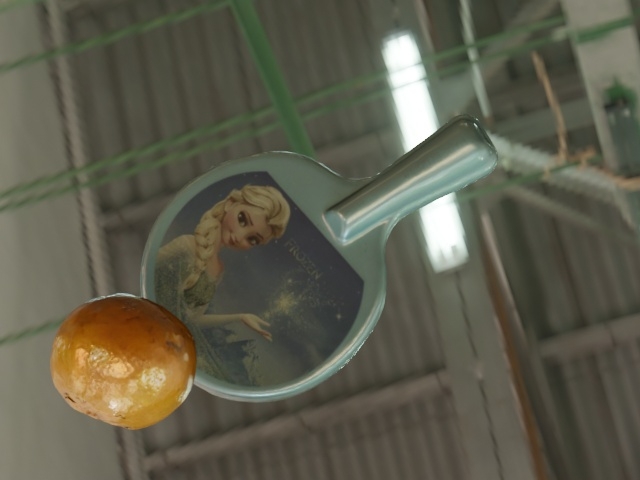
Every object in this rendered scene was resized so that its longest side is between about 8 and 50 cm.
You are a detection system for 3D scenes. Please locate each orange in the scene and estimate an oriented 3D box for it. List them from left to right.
[{"bbox_3d":[-0.109,0.068,0.944,0.083,0.083,0.070,8,-115,29],"label":"orange"}]

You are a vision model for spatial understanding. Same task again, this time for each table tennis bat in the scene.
[{"bbox_3d":[0.000,0.000,1.025,0.237,0.038,0.149,-31,-104,7],"label":"table tennis bat"}]
